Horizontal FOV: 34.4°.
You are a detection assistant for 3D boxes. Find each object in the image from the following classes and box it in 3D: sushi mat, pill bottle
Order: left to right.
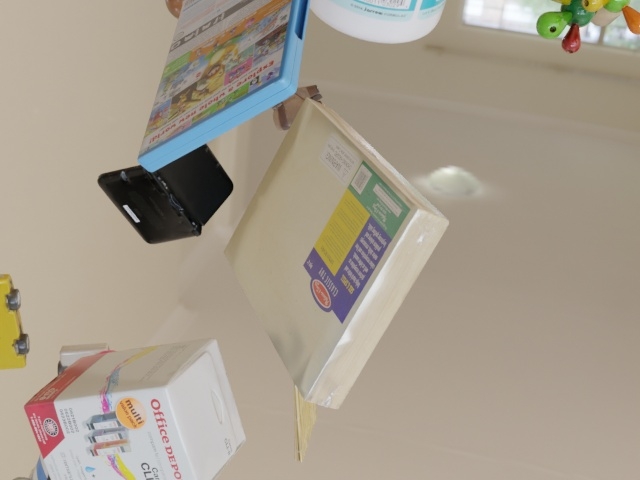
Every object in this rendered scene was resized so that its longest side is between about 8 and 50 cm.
[{"bbox_3d":[-0.032,0.214,1.808,0.019,0.316,0.151,2,-156,12],"label":"sushi mat"},{"bbox_3d":[0.076,-0.329,0.968,0.146,0.264,0.146,9,-138,-8],"label":"pill bottle"}]

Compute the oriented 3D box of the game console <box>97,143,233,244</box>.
[{"bbox_3d":[-0.174,-0.064,1.176,0.107,0.122,0.071,-11,-132,21],"label":"game console"}]

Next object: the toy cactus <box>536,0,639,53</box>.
[{"bbox_3d":[0.325,-0.274,1.111,0.112,0.219,0.180,41,178,11],"label":"toy cactus"}]

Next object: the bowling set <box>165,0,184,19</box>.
[{"bbox_3d":[-0.143,-0.350,1.286,0.287,0.154,0.200,34,-171,-42],"label":"bowling set"}]

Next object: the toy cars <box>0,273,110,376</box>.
[{"bbox_3d":[-0.465,0.180,1.748,0.393,0.176,0.087,42,-159,-29],"label":"toy cars"}]

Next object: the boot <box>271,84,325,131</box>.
[{"bbox_3d":[-0.031,-0.195,1.637,0.087,0.042,0.118,-26,-130,7],"label":"boot"}]

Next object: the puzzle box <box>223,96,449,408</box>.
[{"bbox_3d":[0.000,0.000,1.358,0.052,0.272,0.409,22,-164,-28],"label":"puzzle box"}]

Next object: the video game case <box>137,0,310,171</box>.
[{"bbox_3d":[-0.056,-0.127,0.660,0.119,0.015,0.166,-24,-140,31],"label":"video game case"}]

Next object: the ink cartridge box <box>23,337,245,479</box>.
[{"bbox_3d":[-0.192,0.194,1.103,0.176,0.128,0.127,-11,-166,21],"label":"ink cartridge box"}]

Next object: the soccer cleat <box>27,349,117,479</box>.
[{"bbox_3d":[-0.377,0.319,1.532,0.116,0.331,0.143,28,156,-27],"label":"soccer cleat"}]

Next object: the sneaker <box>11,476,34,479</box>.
[{"bbox_3d":[-0.340,0.345,1.229,0.122,0.146,0.330,15,-176,2],"label":"sneaker"}]
